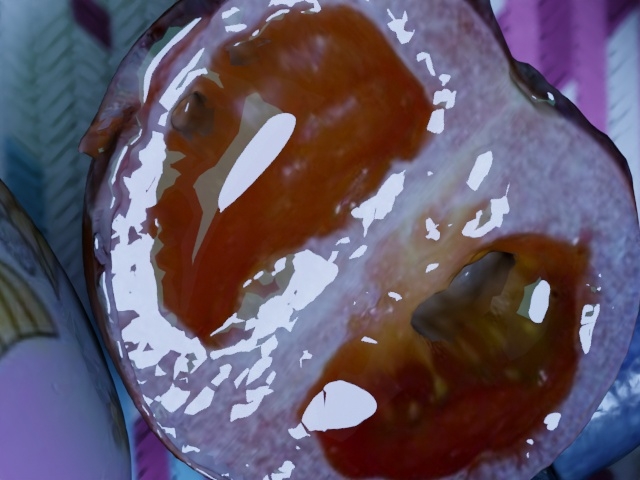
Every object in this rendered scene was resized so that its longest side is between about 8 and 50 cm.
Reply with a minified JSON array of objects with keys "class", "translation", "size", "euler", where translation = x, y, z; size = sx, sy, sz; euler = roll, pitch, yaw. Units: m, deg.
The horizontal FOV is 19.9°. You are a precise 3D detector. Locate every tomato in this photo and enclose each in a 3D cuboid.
[{"class":"tomato","translation":[0.000,0.000,0.686],"size":[0.199,0.112,0.228],"euler":[-46,112,-13]}]

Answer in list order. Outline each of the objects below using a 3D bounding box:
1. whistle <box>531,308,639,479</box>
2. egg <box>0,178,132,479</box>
[{"class":"whistle","translation":[0.014,0.118,0.738],"size":[0.304,0.062,0.062],"euler":[-29,102,-7]},{"class":"egg","translation":[-0.179,0.045,0.619],"size":[0.196,0.196,0.271],"euler":[-38,107,-5]}]
